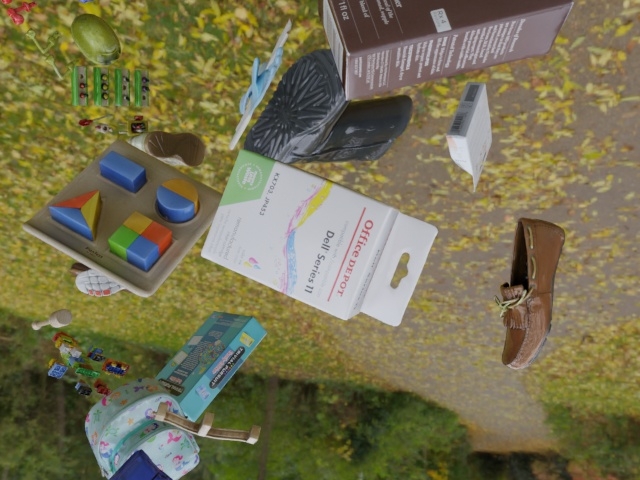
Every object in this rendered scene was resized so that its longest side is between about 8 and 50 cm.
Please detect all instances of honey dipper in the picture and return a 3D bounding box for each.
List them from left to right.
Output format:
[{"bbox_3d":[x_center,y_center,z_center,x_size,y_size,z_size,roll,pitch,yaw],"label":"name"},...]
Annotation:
[{"bbox_3d":[-0.500,0.151,1.099,0.030,0.030,0.161,22,153,-36],"label":"honey dipper"}]

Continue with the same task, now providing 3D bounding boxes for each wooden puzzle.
[{"bbox_3d":[-0.419,-0.076,1.326,0.322,0.348,0.080,28,141,8],"label":"wooden puzzle"}]

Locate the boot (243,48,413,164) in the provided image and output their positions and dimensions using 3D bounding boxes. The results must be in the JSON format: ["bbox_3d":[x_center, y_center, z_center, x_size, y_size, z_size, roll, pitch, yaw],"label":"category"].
[{"bbox_3d":[0.083,-0.303,1.418,0.445,0.146,0.367,-10,163,-44],"label":"boot"}]

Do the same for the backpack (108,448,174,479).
[{"bbox_3d":[-0.320,0.457,1.082,0.120,0.098,0.101,47,147,-3],"label":"backpack"}]

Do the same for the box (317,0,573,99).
[{"bbox_3d":[0.202,-0.392,1.024,0.382,0.191,0.143,-14,160,-5],"label":"box"}]

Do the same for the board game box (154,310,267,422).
[{"bbox_3d":[-0.351,0.370,1.812,0.254,0.336,0.079,-2,131,53],"label":"board game box"}]

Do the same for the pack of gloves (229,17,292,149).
[{"bbox_3d":[-0.137,-0.329,1.218,0.046,0.195,0.232,24,129,-19],"label":"pack of gloves"}]

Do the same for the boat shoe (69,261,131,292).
[{"bbox_3d":[-0.628,0.095,1.748,0.207,0.073,0.073,15,155,2],"label":"boat shoe"}]

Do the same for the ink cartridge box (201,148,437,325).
[{"bbox_3d":[0.000,0.000,1.025,0.354,0.207,0.119,22,-176,14],"label":"ink cartridge box"}]

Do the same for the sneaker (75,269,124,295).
[{"bbox_3d":[-0.461,0.090,1.333,0.158,0.061,0.065,-2,180,-15],"label":"sneaker"}]

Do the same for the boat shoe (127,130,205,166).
[{"bbox_3d":[-0.457,-0.286,1.810,0.089,0.104,0.285,8,-179,24],"label":"boat shoe"}]

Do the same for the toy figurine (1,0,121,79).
[{"bbox_3d":[-0.568,-0.561,1.274,0.217,0.191,0.362,-18,106,57],"label":"toy figurine"}]

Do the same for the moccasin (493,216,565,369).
[{"bbox_3d":[0.506,0.132,1.493,0.147,0.380,0.139,11,-176,-9],"label":"moccasin"}]

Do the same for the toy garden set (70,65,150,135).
[{"bbox_3d":[-0.600,-0.399,1.743,0.049,0.203,0.244,17,-160,37],"label":"toy garden set"}]

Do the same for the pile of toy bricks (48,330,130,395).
[{"bbox_3d":[-0.596,0.301,1.485,0.105,0.118,0.212,36,179,43],"label":"pile of toy bricks"}]

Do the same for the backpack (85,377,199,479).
[{"bbox_3d":[-0.416,0.462,1.394,0.191,0.225,0.253,23,135,51],"label":"backpack"}]

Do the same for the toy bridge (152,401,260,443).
[{"bbox_3d":[-0.204,0.326,1.051,0.188,0.026,0.063,18,142,-11],"label":"toy bridge"}]

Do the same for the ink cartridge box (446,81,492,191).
[{"bbox_3d":[0.308,-0.210,1.217,0.045,0.145,0.179,13,154,25],"label":"ink cartridge box"}]
